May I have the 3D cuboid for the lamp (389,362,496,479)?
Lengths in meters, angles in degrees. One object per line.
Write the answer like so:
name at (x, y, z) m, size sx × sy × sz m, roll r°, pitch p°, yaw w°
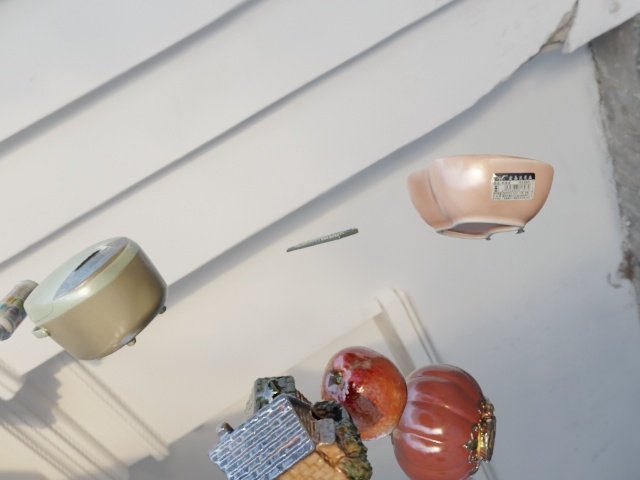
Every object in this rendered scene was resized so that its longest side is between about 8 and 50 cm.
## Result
lamp at (0.300, 0.461, 1.254) m, size 0.256 × 0.303 × 0.303 m, roll 5°, pitch 143°, yaw 30°

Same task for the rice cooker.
rice cooker at (-0.280, 0.075, 0.634) m, size 0.127 × 0.145 × 0.206 m, roll 50°, pitch 138°, yaw -13°

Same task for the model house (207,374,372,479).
model house at (-0.053, 0.275, 0.709) m, size 0.172 × 0.166 × 0.183 m, roll 46°, pitch -173°, yaw -14°

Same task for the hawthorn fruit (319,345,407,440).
hawthorn fruit at (0.080, 0.284, 0.955) m, size 0.173 × 0.172 × 0.173 m, roll 59°, pitch 177°, yaw 6°

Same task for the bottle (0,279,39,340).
bottle at (-0.594, 0.148, 0.940) m, size 0.060 × 0.060 × 0.217 m, roll 60°, pitch -172°, yaw -23°

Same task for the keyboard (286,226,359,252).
keyboard at (0.000, 0.001, 1.023) m, size 0.176 × 0.055 × 0.014 m, roll -15°, pitch 95°, yaw 50°

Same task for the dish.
dish at (0.237, -0.054, 0.755) m, size 0.213 × 0.213 × 0.091 m, roll 78°, pitch -164°, yaw -79°
